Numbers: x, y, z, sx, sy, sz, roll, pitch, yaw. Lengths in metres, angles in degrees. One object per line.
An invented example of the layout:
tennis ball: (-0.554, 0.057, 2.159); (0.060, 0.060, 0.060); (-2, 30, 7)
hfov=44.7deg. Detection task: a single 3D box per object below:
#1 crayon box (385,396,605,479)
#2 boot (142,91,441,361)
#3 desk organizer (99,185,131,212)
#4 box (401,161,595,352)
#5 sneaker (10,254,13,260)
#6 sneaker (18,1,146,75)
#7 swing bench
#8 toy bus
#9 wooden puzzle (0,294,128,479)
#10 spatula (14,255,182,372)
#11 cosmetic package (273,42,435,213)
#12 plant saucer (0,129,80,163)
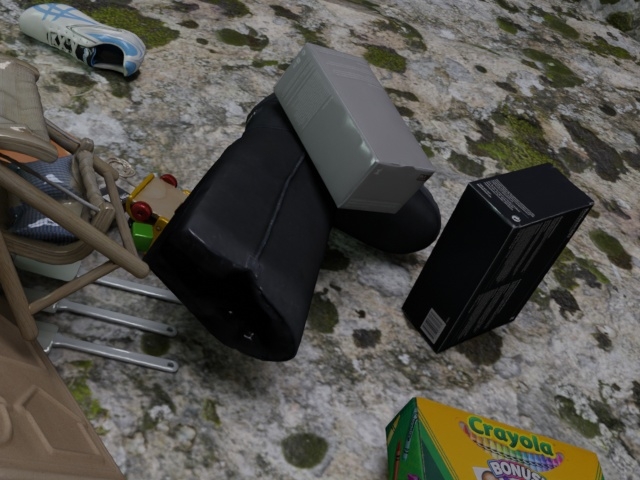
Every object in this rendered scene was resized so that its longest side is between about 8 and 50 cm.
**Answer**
crayon box: (0.218, 0.308, 0.927); (0.278, 0.081, 0.165); (20, 39, -17)
boot: (-0.002, -0.001, 1.074); (0.367, 0.146, 0.445); (33, 30, -9)
desk organizer: (-0.325, -0.032, 1.101); (0.047, 0.050, 0.130); (30, 33, 19)
box: (0.255, 0.026, 1.147); (0.184, 0.261, 0.103); (-12, 51, -35)
sneaker: (-0.455, 0.009, 0.978); (0.170, 0.051, 0.089); (28, 3, 10)
sneaker: (-0.439, -0.364, 1.412); (0.237, 0.085, 0.086); (17, 47, -1)
swing bench: (-0.341, -0.075, 0.868); (0.165, 0.255, 0.253); (-30, 39, -4)
toy bus: (-0.206, -0.011, 1.103); (0.191, 0.104, 0.202); (0, 44, -37)
wooden puzzle: (-0.352, 0.138, 0.767); (0.080, 0.322, 0.348); (-45, 67, -5)
spatula: (-0.294, 0.090, 1.021); (0.242, 0.019, 0.168); (14, 40, -9)
cosmetic package: (0.045, -0.158, 1.101); (0.127, 0.107, 0.238); (5, 51, -42)
plant saucer: (-0.441, -0.106, 1.158); (0.200, 0.037, 0.200); (13, 41, -12)
